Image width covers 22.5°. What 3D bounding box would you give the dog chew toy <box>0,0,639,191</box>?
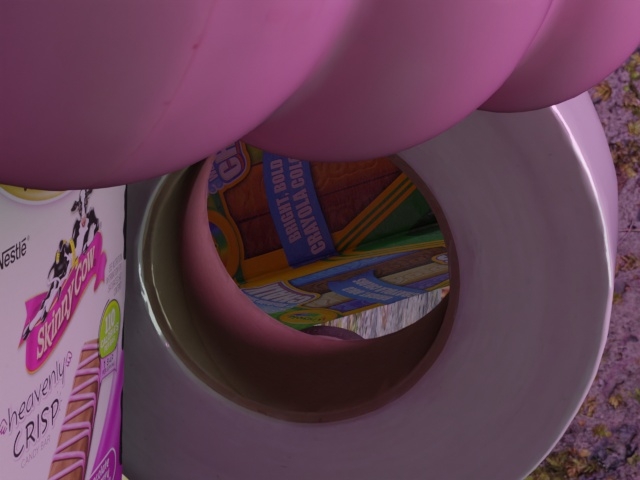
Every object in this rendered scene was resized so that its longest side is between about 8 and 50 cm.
[{"bbox_3d":[-0.011,-0.115,0.550,0.206,0.331,0.207,-5,-96,55],"label":"dog chew toy"}]

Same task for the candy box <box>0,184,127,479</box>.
[{"bbox_3d":[-0.135,0.060,0.657,0.159,0.071,0.234,-53,147,-69],"label":"candy box"}]

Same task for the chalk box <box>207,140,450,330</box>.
[{"bbox_3d":[-0.008,-0.029,0.934,0.132,0.213,0.132,23,53,-61],"label":"chalk box"}]

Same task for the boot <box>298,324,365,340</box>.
[{"bbox_3d":[-0.007,0.292,1.304,0.284,0.138,0.378,-63,153,-65],"label":"boot"}]

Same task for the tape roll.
[{"bbox_3d":[0.000,0.000,0.768,0.100,0.286,0.286,-56,150,-68],"label":"tape roll"}]
